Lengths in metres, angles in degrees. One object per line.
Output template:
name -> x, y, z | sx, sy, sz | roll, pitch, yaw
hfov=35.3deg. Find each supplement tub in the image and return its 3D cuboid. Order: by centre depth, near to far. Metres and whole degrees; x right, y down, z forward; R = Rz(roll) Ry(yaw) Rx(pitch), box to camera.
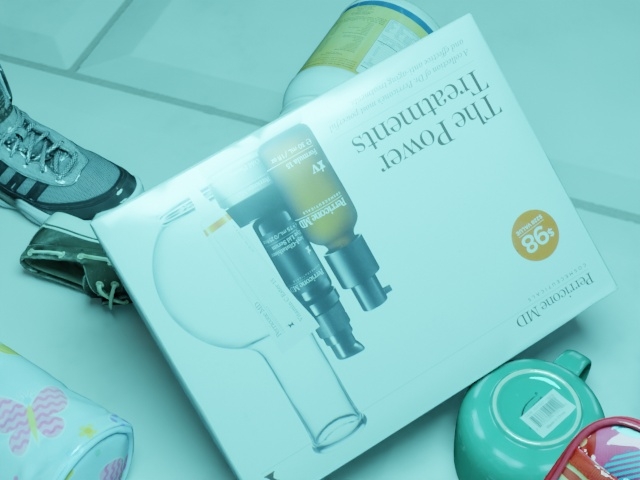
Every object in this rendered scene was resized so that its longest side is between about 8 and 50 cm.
supplement tub -> 0.046, -0.164, 1.126 | 0.144, 0.144, 0.199 | 20, 55, 18

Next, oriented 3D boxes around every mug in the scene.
mug -> 0.184, 0.158, 0.887 | 0.129, 0.097, 0.157 | 0, 51, 4

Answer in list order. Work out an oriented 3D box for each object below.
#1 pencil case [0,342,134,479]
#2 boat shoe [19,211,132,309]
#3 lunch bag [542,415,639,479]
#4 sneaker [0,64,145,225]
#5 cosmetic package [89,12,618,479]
pencil case -> -0.300, 0.158, 0.906 | 0.273, 0.113, 0.124 | 25, 62, 22
boat shoe -> -0.209, 0.037, 1.028 | 0.219, 0.077, 0.070 | 15, 52, 25
lunch bag -> 0.280, 0.267, 0.719 | 0.293, 0.120, 0.258 | 34, 91, 26
sneaker -> -0.324, -0.105, 1.094 | 0.269, 0.153, 0.101 | 17, 54, 16
cosmetic package -> 0.032, 0.015, 0.890 | 0.377, 0.097, 0.284 | -31, 97, -11
